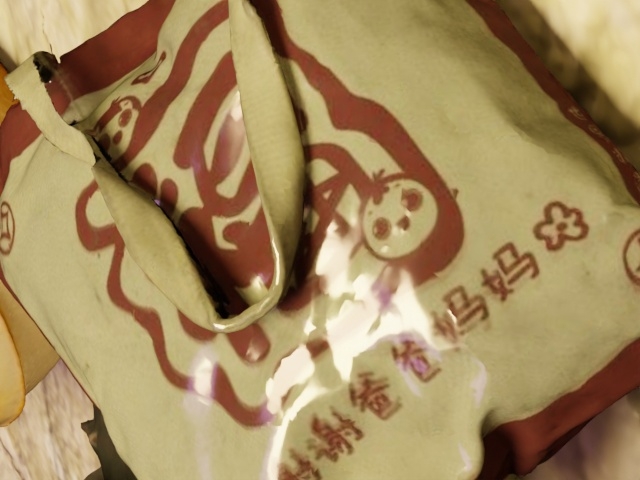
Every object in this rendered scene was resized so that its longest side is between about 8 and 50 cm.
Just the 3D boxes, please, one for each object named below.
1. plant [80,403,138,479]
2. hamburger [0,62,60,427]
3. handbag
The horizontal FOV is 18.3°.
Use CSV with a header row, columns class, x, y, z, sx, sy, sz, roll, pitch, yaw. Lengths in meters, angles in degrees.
class,x,y,z,sx,sy,sz,roll,pitch,yaw
plant,-0.037,0.128,0.742,0.164,0.141,0.256,129,144,-83
hamburger,-0.212,-0.009,0.996,0.237,0.147,0.237,40,143,39
handbag,0.000,0.000,0.628,0.213,0.127,0.235,-47,61,22
